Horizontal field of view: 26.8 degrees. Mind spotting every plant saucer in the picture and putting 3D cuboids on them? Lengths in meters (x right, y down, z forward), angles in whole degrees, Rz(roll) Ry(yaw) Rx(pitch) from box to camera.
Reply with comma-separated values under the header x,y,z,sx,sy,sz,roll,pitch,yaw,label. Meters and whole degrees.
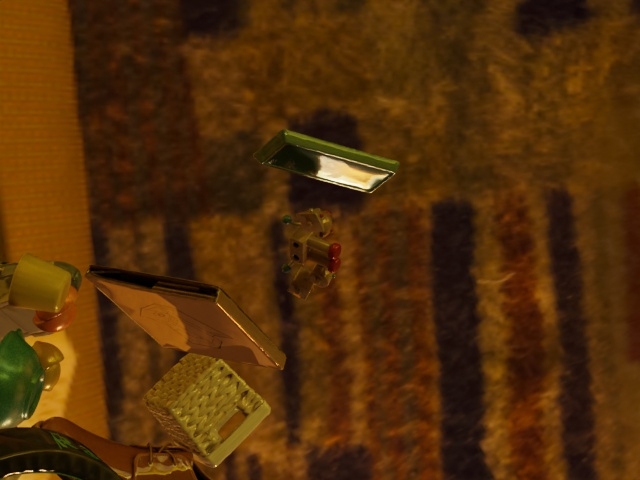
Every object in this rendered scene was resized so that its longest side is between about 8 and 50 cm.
x,y,z,sx,sy,sz,roll,pitch,yaw,label
0.011,-0.097,1.702,0.067,0.192,0.018,-38,50,41,plant saucer

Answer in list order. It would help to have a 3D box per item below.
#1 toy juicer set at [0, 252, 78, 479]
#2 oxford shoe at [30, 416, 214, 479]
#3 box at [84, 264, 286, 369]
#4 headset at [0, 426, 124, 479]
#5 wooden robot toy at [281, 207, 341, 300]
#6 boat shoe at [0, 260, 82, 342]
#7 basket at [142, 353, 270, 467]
x,y,z,sx,sy,sz,roll,pitch,yaw,label
-0.393,0.185,1.697,0.089,0.209,0.329,16,82,0,toy juicer set
-0.155,0.198,1.169,0.076,0.212,0.076,-47,31,14,oxford shoe
-0.146,0.087,1.488,0.164,0.201,0.021,8,68,24,box
-0.315,0.312,1.045,0.394,0.243,0.185,-48,40,-17,headset
0.000,0.000,1.712,0.076,0.079,0.173,20,141,15,wooden robot toy
-0.472,0.085,2.045,0.319,0.099,0.116,-5,134,47,boat shoe
-0.158,0.222,1.804,0.113,0.167,0.103,-45,103,-16,basket
